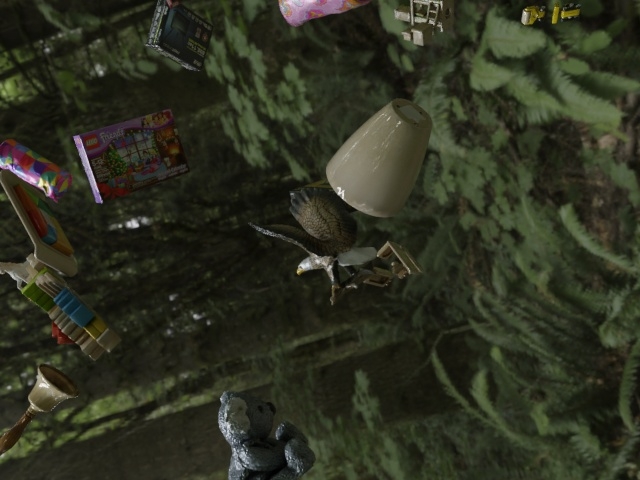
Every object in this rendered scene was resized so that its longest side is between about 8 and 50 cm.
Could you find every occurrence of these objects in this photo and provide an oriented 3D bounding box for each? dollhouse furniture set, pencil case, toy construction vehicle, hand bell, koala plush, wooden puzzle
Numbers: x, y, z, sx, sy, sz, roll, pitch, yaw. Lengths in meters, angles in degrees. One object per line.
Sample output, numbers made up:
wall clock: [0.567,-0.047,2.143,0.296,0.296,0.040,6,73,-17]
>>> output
dollhouse furniture set: [0.223,0.107,2.099,0.144,0.151,0.123,17,-149,-52]
pencil case: [0.012,-0.656,1.858,0.284,0.124,0.124,3,116,49]
toy construction vehicle: [0.375,-0.396,1.141,0.086,0.098,0.035,78,-179,-49]
pencil case: [-0.890,-0.220,2.174,0.236,0.104,0.104,31,-179,4]
hand bell: [-0.742,0.445,1.777,0.126,0.242,0.126,40,177,3]
koala plush: [-0.153,0.435,1.559,0.221,0.203,0.196,60,171,-5]
dollhouse furniture set: [0.258,-0.645,1.984,0.182,0.161,0.101,25,141,34]
wooden puzzle: [-0.671,-0.042,1.694,0.238,0.044,0.221,61,176,15]

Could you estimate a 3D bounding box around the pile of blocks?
pile of blocks: [-0.644,0.174,1.723,0.362,0.112,0.149,35,167,29]

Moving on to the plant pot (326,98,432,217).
plant pot: [0.187,-0.251,1.954,0.274,0.256,0.256,-58,31,38]

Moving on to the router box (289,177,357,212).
router box: [0.078,-0.158,2.313,0.309,0.243,0.081,8,115,57]

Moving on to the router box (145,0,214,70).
router box: [-0.258,-0.379,1.295,0.122,0.038,0.092,17,-91,-59]

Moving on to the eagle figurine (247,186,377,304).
eagle figurine: [-0.009,0.006,1.744,0.298,0.225,0.226,55,-175,3]

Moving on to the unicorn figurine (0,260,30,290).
unicorn figurine: [-0.784,0.081,1.855,0.111,0.162,0.060,51,139,9]

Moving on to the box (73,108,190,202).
box: [-0.546,-0.250,2.050,0.057,0.293,0.201,5,115,54]
